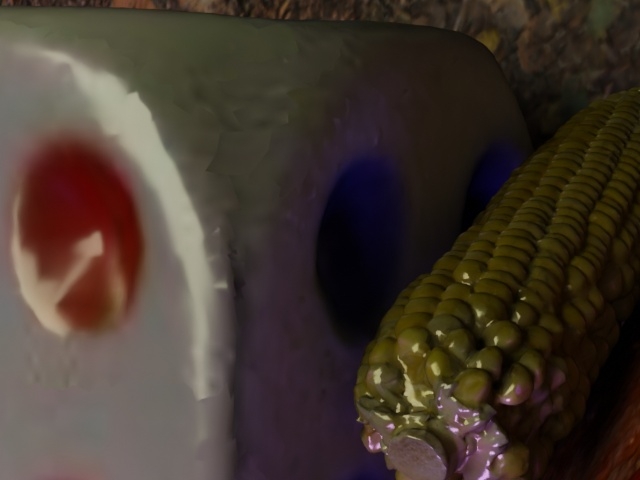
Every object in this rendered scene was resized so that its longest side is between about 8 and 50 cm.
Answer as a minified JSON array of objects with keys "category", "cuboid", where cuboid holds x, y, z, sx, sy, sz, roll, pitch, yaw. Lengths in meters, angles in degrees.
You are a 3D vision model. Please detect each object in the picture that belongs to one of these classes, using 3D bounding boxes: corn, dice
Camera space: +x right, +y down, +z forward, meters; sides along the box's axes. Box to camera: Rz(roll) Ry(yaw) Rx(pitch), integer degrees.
[{"category":"corn","cuboid":[0.097,0.016,0.664,0.086,0.288,0.086,15,125,23]},{"category":"dice","cuboid":[-0.062,0.047,0.742,0.277,0.304,0.304,7,98,33]}]

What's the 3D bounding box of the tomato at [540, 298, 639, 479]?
[{"category":"tomato","cuboid":[0.191,0.089,0.588,0.170,0.309,0.309,32,109,5]}]
